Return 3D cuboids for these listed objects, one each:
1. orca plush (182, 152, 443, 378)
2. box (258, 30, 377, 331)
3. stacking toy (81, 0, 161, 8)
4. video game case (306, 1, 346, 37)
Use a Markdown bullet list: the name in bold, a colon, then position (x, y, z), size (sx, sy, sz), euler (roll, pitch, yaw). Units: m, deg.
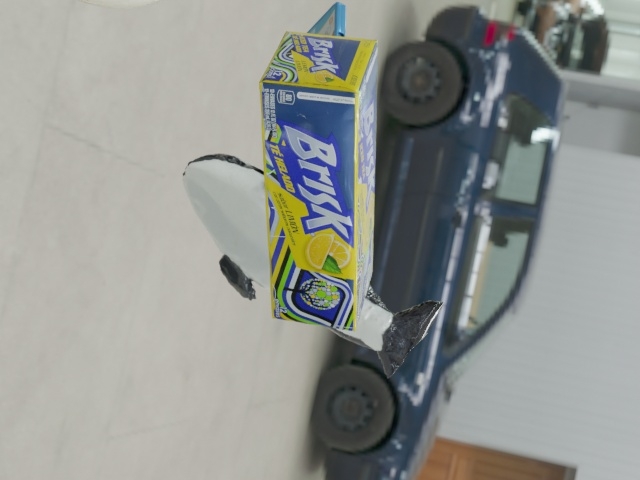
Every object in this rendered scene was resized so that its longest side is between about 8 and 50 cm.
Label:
- **orca plush**: position (0.000, 0.000, 1.100), size (0.102, 0.287, 0.151), euler (-32, 140, -46)
- **box**: position (0.001, -0.030, 0.644), size (0.059, 0.054, 0.169), euler (-71, 164, -49)
- **stacking toy**: position (-0.382, -0.462, 1.520), size (0.350, 0.480, 0.350), euler (-1, 92, -40)
- **video game case**: position (-0.010, -0.172, 1.273), size (0.119, 0.015, 0.166), euler (-39, -139, 48)
